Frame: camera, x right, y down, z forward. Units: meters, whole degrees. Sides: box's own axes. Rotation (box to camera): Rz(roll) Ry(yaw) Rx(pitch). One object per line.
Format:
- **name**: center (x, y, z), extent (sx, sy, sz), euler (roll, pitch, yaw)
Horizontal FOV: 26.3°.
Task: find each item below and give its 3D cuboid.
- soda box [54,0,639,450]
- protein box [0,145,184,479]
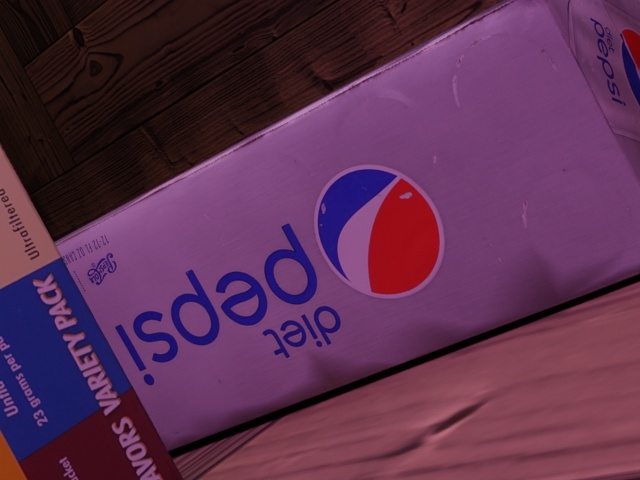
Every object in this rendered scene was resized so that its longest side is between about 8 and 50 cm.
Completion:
- **soda box**: center (0.000, 0.000, 0.523), extent (0.286, 0.098, 0.091), euler (-26, 6, 34)
- **protein box**: center (-0.188, 0.090, 0.402), extent (0.201, 0.136, 0.200), euler (-24, 6, 43)
